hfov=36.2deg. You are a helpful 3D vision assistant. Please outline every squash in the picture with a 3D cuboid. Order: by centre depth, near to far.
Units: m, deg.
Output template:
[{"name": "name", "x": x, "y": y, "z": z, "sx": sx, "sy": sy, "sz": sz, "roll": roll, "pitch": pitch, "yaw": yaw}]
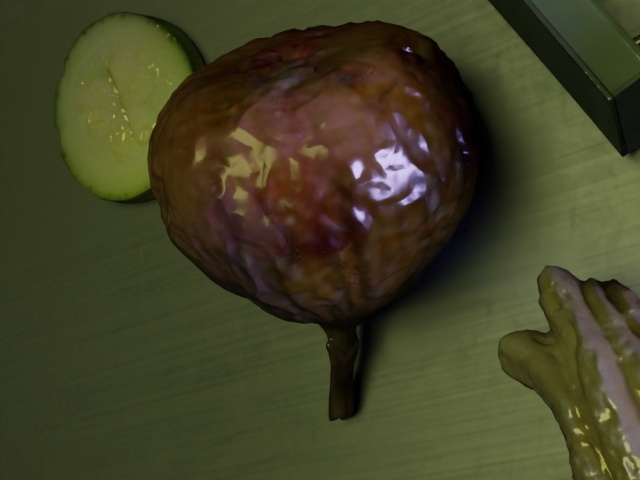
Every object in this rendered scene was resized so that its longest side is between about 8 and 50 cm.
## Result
[{"name": "squash", "x": -0.215, "y": -0.148, "z": 1.114, "sx": 0.219, "sy": 0.041, "sz": 0.219, "roll": 0, "pitch": 90, "yaw": 32}]

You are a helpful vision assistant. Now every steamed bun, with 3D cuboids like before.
[{"name": "steamed bun", "x": 0.253, "y": 0.232, "z": 0.656, "sx": 0.189, "sy": 0.247, "sz": 0.428, "roll": -40, "pitch": 50, "yaw": 11}]

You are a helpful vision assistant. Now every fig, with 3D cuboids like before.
[{"name": "fig", "x": 0.000, "y": 0.000, "z": 0.870, "sx": 0.286, "sy": 0.286, "sz": 0.368, "roll": 19, "pitch": 127, "yaw": 34}]

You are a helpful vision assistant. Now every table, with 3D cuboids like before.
[{"name": "table", "x": 0.206, "y": -0.204, "z": 0.777, "sx": 0.111, "sy": 0.121, "sz": 0.240, "roll": -37, "pitch": 66, "yaw": 8}]
